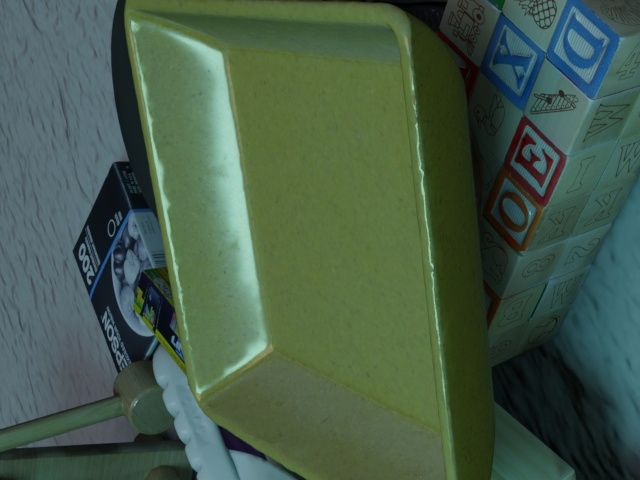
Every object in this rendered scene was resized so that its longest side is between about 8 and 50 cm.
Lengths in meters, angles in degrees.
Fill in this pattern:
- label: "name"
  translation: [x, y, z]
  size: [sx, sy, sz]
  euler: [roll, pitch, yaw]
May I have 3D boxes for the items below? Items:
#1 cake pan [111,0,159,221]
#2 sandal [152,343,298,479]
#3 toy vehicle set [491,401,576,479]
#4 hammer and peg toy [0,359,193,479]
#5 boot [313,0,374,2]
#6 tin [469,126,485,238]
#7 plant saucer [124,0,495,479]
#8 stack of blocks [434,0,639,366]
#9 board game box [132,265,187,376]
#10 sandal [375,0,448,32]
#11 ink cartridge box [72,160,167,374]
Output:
- label: "cake pan"
  translation: [-0.125, -0.126, 1.089]
  size: [0.293, 0.054, 0.293]
  euler: [36, 133, 51]
- label: "sandal"
  translation: [-0.020, 0.242, 1.032]
  size: [0.102, 0.169, 0.416]
  euler: [-35, 71, 3]
- label: "toy vehicle set"
  translation: [0.088, 0.146, 0.877]
  size: [0.267, 0.035, 0.166]
  euler: [40, 157, 39]
- label: "hammer and peg toy"
  translation: [-0.271, 0.281, 1.232]
  size: [0.127, 0.266, 0.361]
  euler: [-129, 44, -57]
- label: "boot"
  translation: [0.050, -0.214, 0.820]
  size: [0.262, 0.095, 0.203]
  euler: [34, 98, 47]
- label: "tin"
  translation: [0.060, -0.009, 0.781]
  size: [0.106, 0.040, 0.189]
  euler: [32, 133, 42]
- label: "plant saucer"
  translation: [0.000, 0.000, 0.768]
  size: [0.333, 0.081, 0.332]
  euler: [19, 122, 54]
- label: "stack of blocks"
  translation: [0.119, -0.073, 0.772]
  size: [0.171, 0.087, 0.297]
  euler: [52, 145, 30]
- label: "board game box"
  translation: [-0.063, 0.082, 1.030]
  size: [0.170, 0.141, 0.048]
  euler: [45, 130, 36]
- label: "sandal"
  translation: [0.030, -0.164, 0.951]
  size: [0.254, 0.054, 0.097]
  euler: [22, 121, 36]
- label: "ink cartridge box"
  translation: [-0.212, 0.056, 1.268]
  size: [0.208, 0.045, 0.206]
  euler: [-60, 45, 39]
